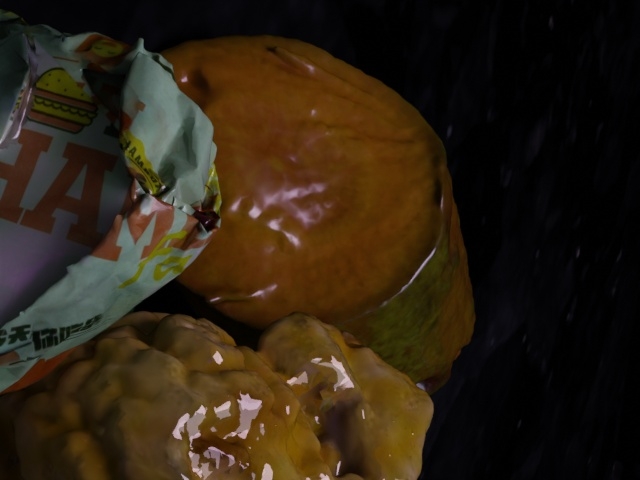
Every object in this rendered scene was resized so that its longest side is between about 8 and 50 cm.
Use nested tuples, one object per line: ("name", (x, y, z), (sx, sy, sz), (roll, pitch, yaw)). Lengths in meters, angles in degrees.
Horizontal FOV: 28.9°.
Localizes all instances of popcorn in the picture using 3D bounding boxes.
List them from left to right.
("popcorn", (-0.070, 0.169, 0.826), (0.332, 0.225, 0.264), (-19, 95, -28))

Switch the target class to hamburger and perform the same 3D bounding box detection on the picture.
("hamburger", (-0.176, -0.043, 0.745), (0.214, 0.235, 0.125), (-41, 154, 0))

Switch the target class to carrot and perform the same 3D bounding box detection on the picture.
("carrot", (0.000, 0.000, 1.033), (0.241, 0.242, 0.340), (-62, 151, -24))

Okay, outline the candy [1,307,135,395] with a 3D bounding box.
("candy", (-0.181, 0.040, 0.888), (0.149, 0.069, 0.246), (4, 114, -56))
